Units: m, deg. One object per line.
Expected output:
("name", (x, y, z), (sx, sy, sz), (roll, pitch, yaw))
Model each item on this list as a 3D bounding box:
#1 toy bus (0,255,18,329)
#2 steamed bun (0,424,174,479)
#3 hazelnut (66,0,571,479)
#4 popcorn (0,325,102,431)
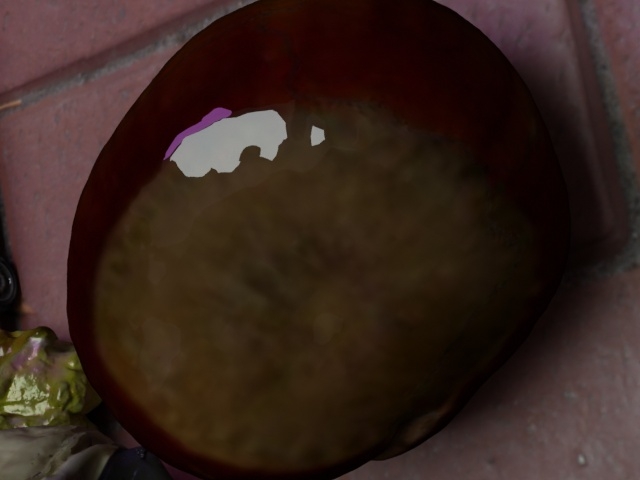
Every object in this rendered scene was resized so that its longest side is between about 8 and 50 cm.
("toy bus", (-0.440, -0.044, 1.724), (0.177, 0.202, 0.365), (-19, 76, 31))
("steamed bun", (-0.207, 0.292, 1.514), (0.206, 0.275, 0.320), (-33, 105, 15))
("hazelnut", (0.000, 0.000, 1.356), (0.409, 0.359, 0.359), (-48, 62, 26))
("popcorn", (-0.272, 0.143, 1.649), (0.126, 0.126, 0.145), (-41, 45, -2))
